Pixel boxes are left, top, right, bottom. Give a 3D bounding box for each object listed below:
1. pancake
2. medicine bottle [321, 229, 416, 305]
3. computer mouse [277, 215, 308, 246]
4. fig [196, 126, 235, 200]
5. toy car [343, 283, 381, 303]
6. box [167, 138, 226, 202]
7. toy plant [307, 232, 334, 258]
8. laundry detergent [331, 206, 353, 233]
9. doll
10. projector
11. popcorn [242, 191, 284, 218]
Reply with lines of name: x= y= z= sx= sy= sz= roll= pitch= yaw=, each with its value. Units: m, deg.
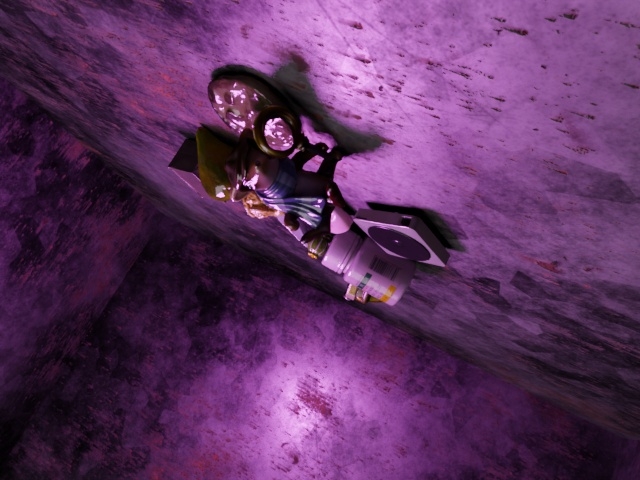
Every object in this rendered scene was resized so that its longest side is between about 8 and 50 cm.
pancake: x=-0.189 y=-0.362 z=1.267 sx=0.294 sy=0.050 sz=0.294 roll=24 pitch=163 yaw=8
medicine bottle: x=0.190 y=0.096 z=1.811 sx=0.339 sy=0.208 sz=0.208 roll=28 pitch=166 yaw=1
computer mouse: x=-0.104 y=-0.069 z=1.978 sx=0.231 sy=0.079 sz=0.128 roll=47 pitch=-168 yaw=-15
fig: x=-0.377 y=-0.287 z=1.645 sx=0.275 sy=0.206 sz=0.206 roll=54 pitch=160 yaw=-11
toy car: x=0.229 y=0.187 z=2.019 sx=0.198 sy=0.204 sz=0.248 roll=21 pitch=-156 yaw=7
box: x=-0.473 y=-0.287 z=1.858 sx=0.148 sy=0.155 sz=0.231 roll=16 pitch=160 yaw=32
toy plant: x=0.000 y=0.000 z=1.927 sx=0.092 sy=0.162 sz=0.093 roll=27 pitch=167 yaw=7
laundry detergent: x=-0.030 y=-0.146 z=1.633 sx=0.335 sy=0.088 sz=0.159 roll=38 pitch=158 yaw=-33
doll: x=-0.085 y=-0.169 z=1.215 sx=0.339 sy=0.318 sz=0.209 roll=21 pitch=-172 yaw=-18
projector: x=0.276 y=-0.017 z=1.514 sx=0.257 sy=0.079 sz=0.259 roll=14 pitch=159 yaw=46
popcorn: x=-0.233 y=-0.171 z=1.826 sx=0.195 sy=0.173 sz=0.168 roll=3 pitch=-125 yaw=-61
